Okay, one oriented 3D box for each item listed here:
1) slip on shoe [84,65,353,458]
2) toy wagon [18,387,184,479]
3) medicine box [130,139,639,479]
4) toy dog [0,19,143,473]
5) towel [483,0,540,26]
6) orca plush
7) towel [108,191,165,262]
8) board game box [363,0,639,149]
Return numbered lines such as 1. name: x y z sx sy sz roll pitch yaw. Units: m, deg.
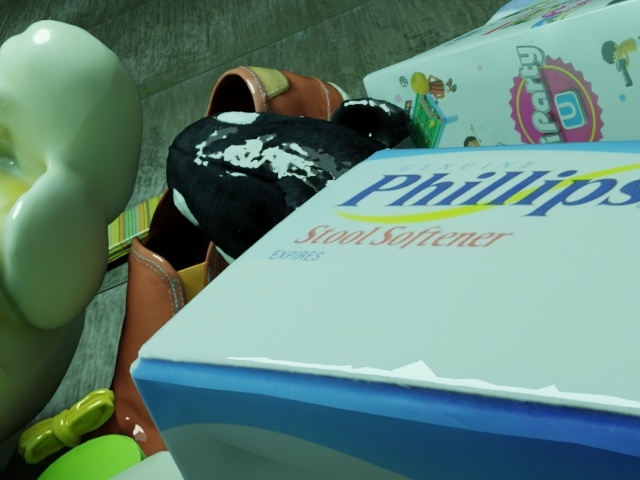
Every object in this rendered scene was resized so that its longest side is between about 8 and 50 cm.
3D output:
1. slip on shoe: -0.086 0.038 0.970 0.123 0.101 0.331 29 92 55
2. toy wagon: -0.105 0.196 0.799 0.267 0.068 0.344 -30 28 1
3. medicine box: 0.121 0.121 0.489 0.263 0.289 0.149 1 34 47
4. toy dog: -0.319 0.091 0.911 0.284 0.395 0.408 18 47 10
5. towel: 0.135 -0.116 1.108 0.209 0.034 0.285 1 32 49
6. orca plush: 0.011 0.014 0.815 0.151 0.287 0.102 -49 -23 16
7. towel: -0.226 0.017 1.416 0.237 0.021 0.102 -26 17 1
8. board game box: 0.207 -0.110 0.830 0.224 0.098 0.303 -28 12 -37
